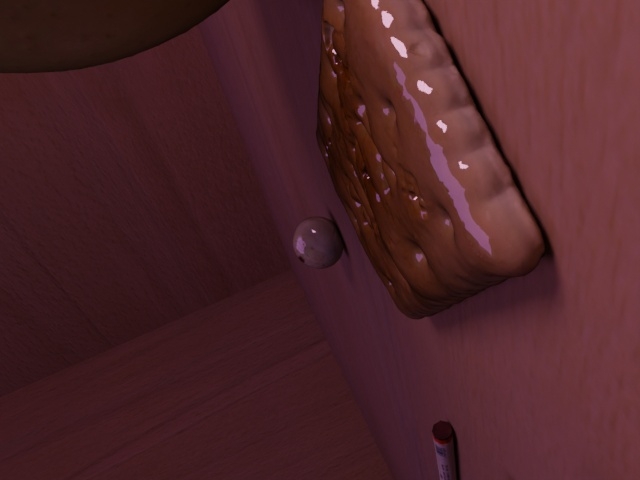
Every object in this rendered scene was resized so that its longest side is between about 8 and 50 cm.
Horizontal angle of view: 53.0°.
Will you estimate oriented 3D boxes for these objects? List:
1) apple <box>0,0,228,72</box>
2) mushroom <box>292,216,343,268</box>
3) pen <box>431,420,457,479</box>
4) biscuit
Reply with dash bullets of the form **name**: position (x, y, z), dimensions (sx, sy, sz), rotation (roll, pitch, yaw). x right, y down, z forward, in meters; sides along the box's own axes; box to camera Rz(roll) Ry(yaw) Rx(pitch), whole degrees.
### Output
- **apple**: position (-0.207, -0.295, 0.435), dimensions (0.357, 0.357, 0.357), rotation (156, 90, -85)
- **mushroom**: position (0.000, 0.000, 1.019), dimensions (0.085, 0.085, 0.079), rotation (67, -157, -10)
- **pen**: position (0.166, 0.291, 0.843), dimensions (0.218, 0.026, 0.026), rotation (72, 172, -50)
- **biscuit**: position (0.047, -0.049, 0.460), dimensions (0.325, 0.044, 0.217), rotation (97, 150, -80)
